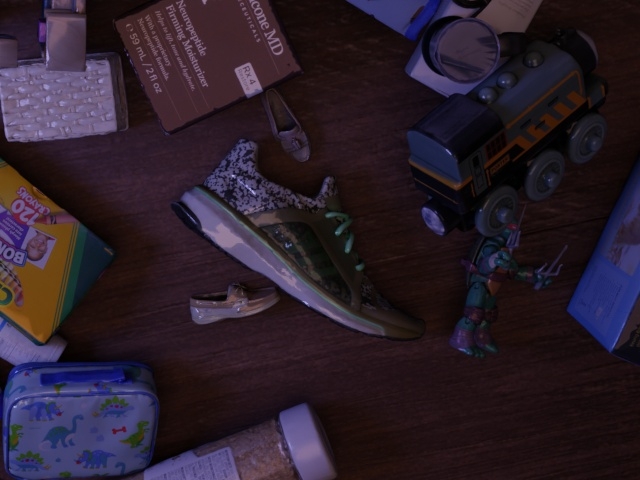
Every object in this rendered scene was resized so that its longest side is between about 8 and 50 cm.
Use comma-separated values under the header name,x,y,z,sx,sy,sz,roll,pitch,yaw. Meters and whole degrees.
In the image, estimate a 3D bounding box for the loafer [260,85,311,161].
name,x,y,z,sx,sy,sz,roll,pitch,yaw
loafer,-0.051,-0.165,1.661,0.045,0.039,0.125,-27,102,2

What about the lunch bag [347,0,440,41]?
name,x,y,z,sx,sy,sz,roll,pitch,yaw
lunch bag,0.089,-0.515,1.476,0.327,0.239,0.385,31,61,-9

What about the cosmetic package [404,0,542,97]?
name,x,y,z,sx,sy,sz,roll,pitch,yaw
cosmetic package,0.223,-0.308,1.630,0.117,0.085,0.231,29,100,-9

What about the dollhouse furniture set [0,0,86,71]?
name,x,y,z,sx,sy,sz,roll,pitch,yaw
dollhouse furniture set,-0.455,-0.332,1.467,0.303,0.286,0.198,0,105,-16

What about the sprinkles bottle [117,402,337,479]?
name,x,y,z,sx,sy,sz,roll,pitch,yaw
sprinkles bottle,-0.157,0.358,1.723,0.355,0.121,0.121,-22,103,1

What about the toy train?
name,x,y,z,sx,sy,sz,roll,pitch,yaw
toy train,0.260,-0.148,1.579,0.334,0.142,0.190,-38,138,-17

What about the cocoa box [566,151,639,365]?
name,x,y,z,sx,sy,sz,roll,pitch,yaw
cocoa box,0.540,0.015,1.644,0.228,0.231,0.347,22,100,-8

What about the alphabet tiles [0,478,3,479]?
name,x,y,z,sx,sy,sz,roll,pitch,yaw
alphabet tiles,-0.629,0.470,1.769,0.285,0.011,0.343,31,98,-9

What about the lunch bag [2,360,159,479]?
name,x,y,z,sx,sy,sz,roll,pitch,yaw
lunch bag,-0.341,0.253,1.666,0.219,0.090,0.176,-1,126,-17

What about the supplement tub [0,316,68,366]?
name,x,y,z,sx,sy,sz,roll,pitch,yaw
supplement tub,-0.428,0.148,1.685,0.107,0.071,0.071,32,98,-11

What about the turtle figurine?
name,x,y,z,sx,sy,sz,roll,pitch,yaw
turtle figurine,0.262,0.051,1.696,0.175,0.118,0.234,7,107,-47

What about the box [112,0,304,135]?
name,x,y,z,sx,sy,sz,roll,pitch,yaw
box,-0.150,-0.264,1.568,0.203,0.167,0.168,-25,103,1

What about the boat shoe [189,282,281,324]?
name,x,y,z,sx,sy,sz,roll,pitch,yaw
boat shoe,-0.126,0.087,1.704,0.135,0.050,0.045,-15,108,-1

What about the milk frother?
name,x,y,z,sx,sy,sz,roll,pitch,yaw
milk frother,0.189,-0.287,1.521,0.129,0.135,0.143,-24,102,2

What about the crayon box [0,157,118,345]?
name,x,y,z,sx,sy,sz,roll,pitch,yaw
crayon box,-0.444,-0.002,1.618,0.278,0.081,0.165,40,73,-11

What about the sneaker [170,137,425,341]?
name,x,y,z,sx,sy,sz,roll,pitch,yaw
sneaker,0.000,0.000,1.654,0.410,0.158,0.182,33,88,-13

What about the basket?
name,x,y,z,sx,sy,sz,roll,pitch,yaw
basket,-0.354,-0.194,1.601,0.167,0.103,0.113,-6,102,-3

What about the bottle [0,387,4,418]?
name,x,y,z,sx,sy,sz,roll,pitch,yaw
bottle,-0.557,0.149,1.659,0.118,0.092,0.283,-30,103,-23
